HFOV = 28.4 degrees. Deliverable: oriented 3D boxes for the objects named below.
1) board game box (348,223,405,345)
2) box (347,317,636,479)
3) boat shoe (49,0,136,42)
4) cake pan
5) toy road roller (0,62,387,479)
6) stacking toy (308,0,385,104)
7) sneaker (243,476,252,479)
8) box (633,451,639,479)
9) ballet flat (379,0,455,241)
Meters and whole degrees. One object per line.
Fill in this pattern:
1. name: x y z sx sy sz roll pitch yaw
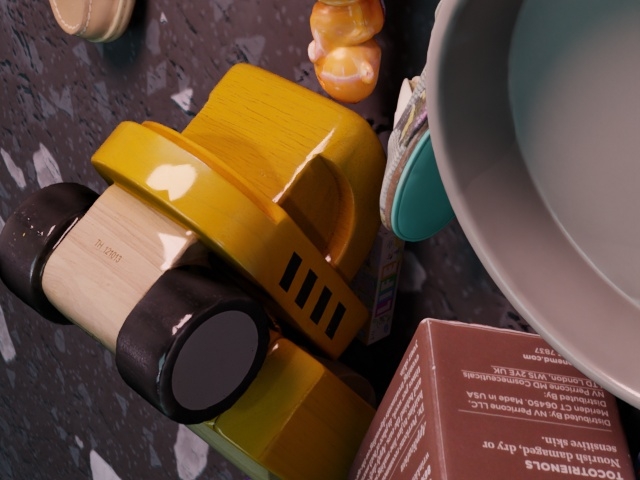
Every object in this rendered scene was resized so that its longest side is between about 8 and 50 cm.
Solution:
1. board game box: 0.000 0.000 1.008 0.154 0.026 0.103 35 133 35
2. box: 0.110 0.253 0.752 0.381 0.143 0.191 -90 15 -44
3. boat shoe: -0.232 -0.326 1.050 0.121 0.110 0.341 19 123 45
4. cake pan: 0.177 -0.034 0.631 0.293 0.054 0.293 35 143 31
5. toy road roller: -0.044 0.027 0.933 0.202 0.241 0.329 31 168 38
6. stacking toy: 0.007 -0.219 0.798 0.175 0.165 0.302 46 153 49
7. sneaker: 0.011 0.266 1.076 0.236 0.104 0.095 37 133 32
8. box: 0.275 0.122 0.716 0.159 0.044 0.233 42 137 30
9. ballet flat: 0.088 -0.101 0.816 0.079 0.076 0.221 62 143 37
